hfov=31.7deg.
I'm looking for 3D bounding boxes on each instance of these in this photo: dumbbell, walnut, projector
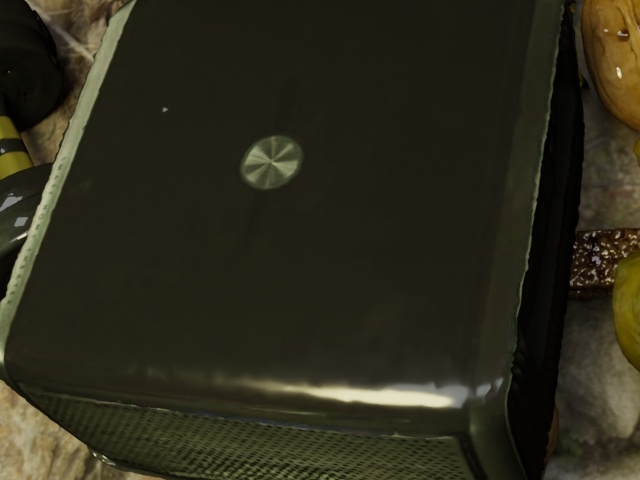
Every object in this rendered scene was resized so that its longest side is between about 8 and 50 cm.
[{"bbox_3d":[-0.308,-0.085,1.114,0.185,0.185,0.388,-31,69,6],"label":"dumbbell"},{"bbox_3d":[0.306,-0.173,0.989,0.144,0.144,0.180,-11,77,13],"label":"walnut"},{"bbox_3d":[0.000,0.000,0.930,0.405,0.242,0.395,2,60,20],"label":"projector"}]

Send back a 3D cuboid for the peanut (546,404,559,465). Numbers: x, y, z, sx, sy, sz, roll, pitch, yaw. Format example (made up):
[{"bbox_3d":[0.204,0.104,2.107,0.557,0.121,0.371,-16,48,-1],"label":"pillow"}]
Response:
[{"bbox_3d":[0.146,0.200,0.955,0.089,0.089,0.192,19,81,20],"label":"peanut"}]

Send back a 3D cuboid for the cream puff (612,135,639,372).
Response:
[{"bbox_3d":[0.383,-0.040,0.802,0.378,0.378,0.275,-16,87,11],"label":"cream puff"}]

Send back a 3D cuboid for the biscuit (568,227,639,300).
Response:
[{"bbox_3d":[0.209,0.022,1.015,0.199,0.034,0.064,-3,74,16],"label":"biscuit"}]

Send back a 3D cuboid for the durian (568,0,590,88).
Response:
[{"bbox_3d":[0.151,-0.226,1.046,0.237,0.138,0.193,40,89,20],"label":"durian"}]
